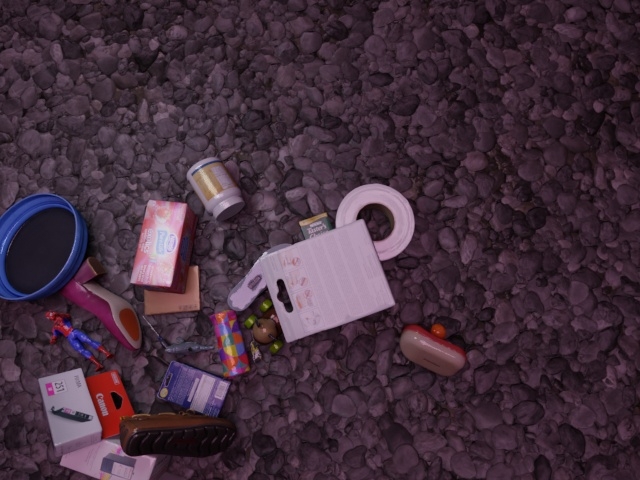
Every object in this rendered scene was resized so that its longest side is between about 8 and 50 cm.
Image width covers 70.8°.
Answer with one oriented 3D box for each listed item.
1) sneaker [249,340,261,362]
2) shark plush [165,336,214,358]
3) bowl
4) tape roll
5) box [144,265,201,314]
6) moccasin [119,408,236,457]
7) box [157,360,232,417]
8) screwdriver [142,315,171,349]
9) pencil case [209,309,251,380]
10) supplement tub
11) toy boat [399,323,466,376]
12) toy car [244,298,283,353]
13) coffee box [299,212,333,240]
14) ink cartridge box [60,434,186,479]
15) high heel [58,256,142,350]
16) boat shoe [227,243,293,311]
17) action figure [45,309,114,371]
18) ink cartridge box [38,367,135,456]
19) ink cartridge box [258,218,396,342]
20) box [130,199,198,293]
[{"bbox_3d":[-0.232,0.393,1.598,0.031,0.035,0.084,-13,102,-22],"label":"sneaker"},{"bbox_3d":[-0.457,0.388,1.579,0.161,0.067,0.073,11,80,2],"label":"shark plush"},{"bbox_3d":[-1.002,0.024,1.592,0.390,0.077,0.392,-5,70,13],"label":"bowl"},{"bbox_3d":[0.193,-0.057,1.639,0.285,0.100,0.287,0,81,0],"label":"tape roll"},{"bbox_3d":[-0.538,0.181,1.638,0.201,0.021,0.165,-5,80,0],"label":"box"},{"bbox_3d":[-0.450,0.617,1.450,0.379,0.147,0.139,10,99,-34],"label":"moccasin"},{"bbox_3d":[-0.438,0.519,1.572,0.225,0.036,0.137,21,81,2],"label":"box"},{"bbox_3d":[-0.590,0.335,1.616,0.170,0.024,0.025,42,112,13],"label":"screwdriver"},{"bbox_3d":[-0.317,0.362,1.570,0.104,0.104,0.237,-14,80,-2],"label":"pencil case"},{"bbox_3d":[-0.378,-0.186,1.639,0.144,0.144,0.200,-33,82,-5],"label":"supplement tub"},{"bbox_3d":[0.393,0.355,1.564,0.230,0.151,0.151,25,51,4],"label":"toy boat"},{"bbox_3d":[-0.175,0.293,1.533,0.155,0.188,0.149,43,83,7],"label":"toy car"},{"bbox_3d":[0.000,0.000,1.658,0.113,0.040,0.184,-18,81,-3],"label":"coffee box"},{"bbox_3d":[-0.608,0.694,1.456,0.353,0.207,0.119,18,82,3],"label":"ink cartridge box"},{"bbox_3d":[-0.783,0.255,1.596,0.181,0.127,0.377,-35,80,11],"label":"high heel"},{"bbox_3d":[-0.199,0.132,1.605,0.113,0.105,0.306,41,87,3],"label":"boat shoe"},{"bbox_3d":[-0.866,0.336,1.559,0.280,0.139,0.091,37,81,8],"label":"action figure"},{"bbox_3d":[-0.736,0.518,1.431,0.238,0.060,0.275,-9,36,-37],"label":"ink cartridge box"},{"bbox_3d":[0.022,0.137,1.527,0.384,0.091,0.309,-20,84,3],"label":"ink cartridge box"},{"bbox_3d":[-0.543,0.025,1.585,0.142,0.154,0.300,5,73,2],"label":"box"}]
